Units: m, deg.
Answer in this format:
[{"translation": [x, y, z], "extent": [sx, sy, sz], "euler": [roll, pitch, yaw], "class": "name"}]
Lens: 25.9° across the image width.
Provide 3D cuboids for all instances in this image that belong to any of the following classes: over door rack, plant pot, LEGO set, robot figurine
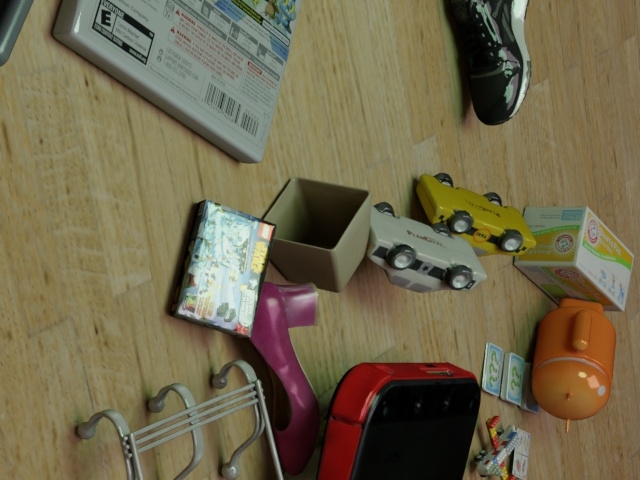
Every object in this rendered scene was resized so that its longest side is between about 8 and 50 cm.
[{"translation": [-0.119, 0.313, 1.499], "extent": [0.240, 0.108, 0.324], "euler": [-17, 84, -53], "class": "over door rack"}, {"translation": [0.000, 0.000, 1.693], "extent": [0.109, 0.109, 0.096], "euler": [-57, 147, -36], "class": "plant pot"}, {"translation": [0.304, 0.295, 2.152], "extent": [0.182, 0.060, 0.244], "euler": [30, 64, -50], "class": "LEGO set"}, {"translation": [0.402, 0.194, 2.209], "extent": [0.128, 0.158, 0.219], "euler": [35, 45, -19], "class": "robot figurine"}]

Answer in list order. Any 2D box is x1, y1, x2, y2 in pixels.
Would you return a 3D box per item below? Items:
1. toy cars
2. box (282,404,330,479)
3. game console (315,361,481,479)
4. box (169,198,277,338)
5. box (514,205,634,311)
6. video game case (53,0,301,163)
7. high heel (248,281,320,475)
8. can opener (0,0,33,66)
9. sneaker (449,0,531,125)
[{"translation": [0.160, 0.003, 1.886], "extent": [0.087, 0.176, 0.394], "euler": [-54, 166, 26], "class": "toy cars"}, {"translation": [-0.001, 0.297, 1.724], "extent": [0.324, 0.063, 0.067], "euler": [-54, 132, -39], "class": "box"}, {"translation": [0.088, 0.325, 1.776], "extent": [0.387, 0.060, 0.341], "euler": [9, 95, -62], "class": "game console"}, {"translation": [-0.108, 0.033, 1.570], "extent": [0.094, 0.027, 0.137], "euler": [21, 73, -24], "class": "box"}, {"translation": [0.412, 0.031, 2.250], "extent": [0.203, 0.114, 0.103], "euler": [36, 61, -47], "class": "box"}, {"translation": [-0.137, -0.285, 1.548], "extent": [0.329, 0.036, 0.299], "euler": [33, 65, -49], "class": "video game case"}, {"translation": [-0.063, 0.167, 1.648], "extent": [0.117, 0.082, 0.244], "euler": [-4, 109, -26], "class": "high heel"}, {"translation": [-0.272, -0.295, 1.322], "extent": [0.074, 0.093, 0.280], "euler": [43, 61, -47], "class": "can opener"}, {"translation": [0.230, -0.310, 2.026], "extent": [0.124, 0.107, 0.283], "euler": [11, 78, -39], "class": "sneaker"}]
